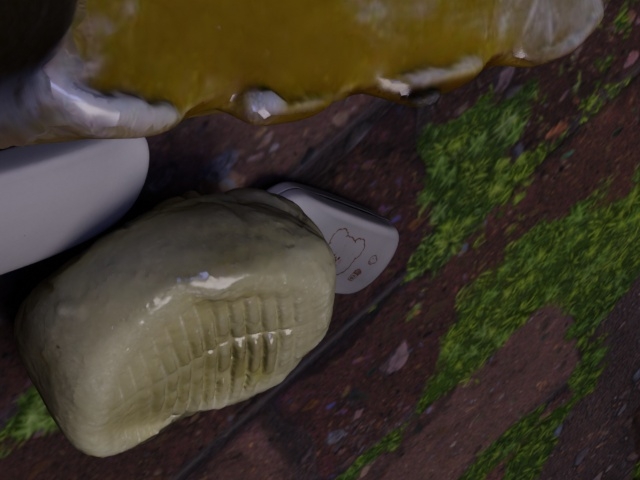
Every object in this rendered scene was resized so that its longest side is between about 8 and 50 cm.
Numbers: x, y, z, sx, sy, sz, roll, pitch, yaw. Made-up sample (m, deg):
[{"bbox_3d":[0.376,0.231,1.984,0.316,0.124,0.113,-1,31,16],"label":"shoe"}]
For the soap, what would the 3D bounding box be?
[{"bbox_3d":[-0.092,-0.117,0.656,0.293,0.335,0.156,-12,99,-40],"label":"soap"}]

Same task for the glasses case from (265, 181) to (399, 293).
[{"bbox_3d":[0.000,0.000,1.187,0.074,0.049,0.193,-54,150,11],"label":"glasses case"}]

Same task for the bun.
[{"bbox_3d":[-0.104,0.043,1.018,0.229,0.145,0.229,-21,147,-14],"label":"bun"}]

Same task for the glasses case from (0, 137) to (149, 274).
[{"bbox_3d":[-0.207,-0.021,0.897,0.233,0.059,0.092,-23,145,-36],"label":"glasses case"}]
